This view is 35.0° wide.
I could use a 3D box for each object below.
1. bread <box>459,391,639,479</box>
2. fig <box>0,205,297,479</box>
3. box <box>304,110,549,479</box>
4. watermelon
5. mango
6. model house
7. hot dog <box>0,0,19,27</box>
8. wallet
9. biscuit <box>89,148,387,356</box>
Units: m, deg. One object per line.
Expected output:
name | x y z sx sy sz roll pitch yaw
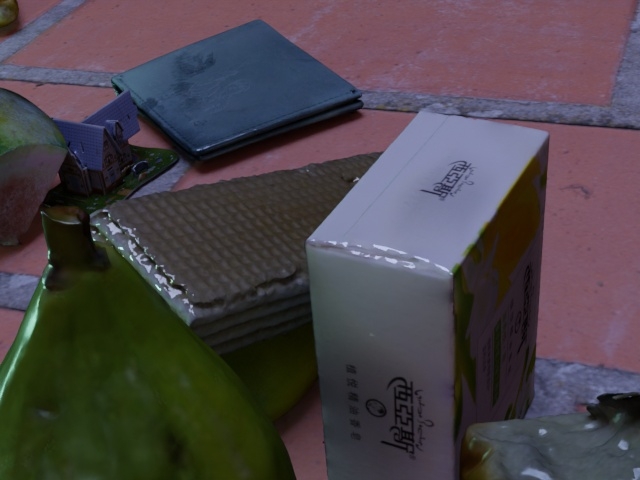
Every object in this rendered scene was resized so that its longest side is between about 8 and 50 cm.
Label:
bread | 0.196 0.207 0.514 0.225 0.279 0.250 -26 35 -4
fig | -0.108 0.157 0.619 0.233 0.314 0.233 20 28 -11
box | 0.085 0.064 0.744 0.111 0.260 0.194 11 38 26
watermelon | -0.455 -0.100 1.172 0.305 0.180 0.224 14 22 34
mango | -0.059 0.092 0.881 0.137 0.091 0.237 4 37 10
model house | -0.262 -0.112 1.225 0.117 0.088 0.167 13 38 28
hot dog | -0.577 -0.433 1.789 0.088 0.061 0.286 -10 32 -11
wallet | -0.120 -0.201 1.370 0.251 0.054 0.290 -24 40 -20
biscuit | 0.000 0.000 0.882 0.144 0.078 0.426 42 35 25
